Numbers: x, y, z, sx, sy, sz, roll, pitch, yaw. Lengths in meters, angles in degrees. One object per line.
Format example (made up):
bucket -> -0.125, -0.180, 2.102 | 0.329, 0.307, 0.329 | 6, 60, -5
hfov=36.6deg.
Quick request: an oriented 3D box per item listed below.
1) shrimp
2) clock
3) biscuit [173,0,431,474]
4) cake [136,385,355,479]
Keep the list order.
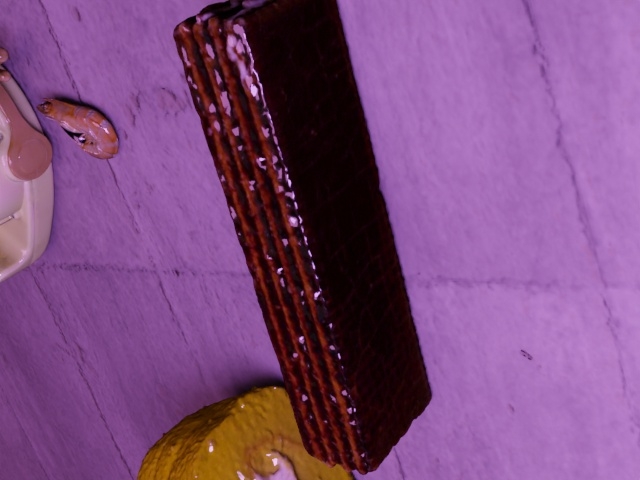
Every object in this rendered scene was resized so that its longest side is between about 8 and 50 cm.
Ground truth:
shrimp -> -0.238, -0.109, 0.950 | 0.108, 0.023, 0.059 | 20, 139, 33
clock -> -0.392, -0.112, 1.034 | 0.235, 0.096, 0.308 | 39, 138, 16
biscuit -> 0.000, 0.000, 0.738 | 0.073, 0.107, 0.388 | 6, 122, 38
cake -> -0.057, 0.283, 0.942 | 0.156, 0.179, 0.260 | -27, 98, 50
